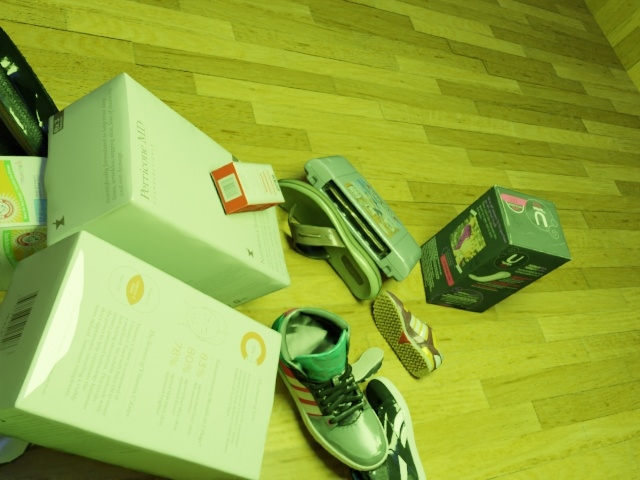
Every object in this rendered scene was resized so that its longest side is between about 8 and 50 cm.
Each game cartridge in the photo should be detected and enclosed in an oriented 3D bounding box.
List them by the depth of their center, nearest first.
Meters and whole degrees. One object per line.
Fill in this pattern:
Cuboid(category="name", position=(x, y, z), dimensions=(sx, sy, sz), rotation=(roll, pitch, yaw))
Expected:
Cuboid(category="game cartridge", position=(0.096, -0.056, 1.251), dimensions=(0.297, 0.062, 0.198), rotation=(50, 24, 3))

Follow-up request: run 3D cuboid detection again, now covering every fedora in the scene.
Cuboid(category="fedora", position=(-0.510, -0.191, 0.936), dimensions=(0.153, 0.334, 0.334), rotation=(-30, 77, -6))

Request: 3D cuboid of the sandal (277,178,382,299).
Cuboid(category="sandal", position=(0.001, 0.000, 1.177), dimensions=(0.086, 0.120, 0.302), rotation=(-36, 83, -27))

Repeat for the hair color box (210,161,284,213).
Cuboid(category="hair color box", position=(-0.111, -0.083, 0.950), dimensions=(0.072, 0.043, 0.141), rotation=(69, 20, 2))

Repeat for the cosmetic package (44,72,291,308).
Cuboid(category="cosmetic package", position=(-0.217, -0.048, 0.925), dimensions=(0.385, 0.156, 0.217), rotation=(36, 36, -58))

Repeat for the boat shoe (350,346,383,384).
Cuboid(category="boat shoe", position=(0.072, 0.244, 1.108), dimensions=(0.046, 0.038, 0.125), rotation=(17, 35, 37))

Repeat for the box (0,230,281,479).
Cuboid(category="box", position=(-0.238, 0.173, 0.793), dimensions=(0.345, 0.168, 0.215), rotation=(36, 49, -38))

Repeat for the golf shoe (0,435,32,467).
Cuboid(category="golf shoe", position=(-0.385, 0.216, 0.815), dimensions=(0.077, 0.094, 0.198), rotation=(40, 50, -4))

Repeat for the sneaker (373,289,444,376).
Cuboid(category="sneaker", position=(0.176, 0.178, 1.202), dimensions=(0.084, 0.069, 0.185), rotation=(-20, 79, -47))

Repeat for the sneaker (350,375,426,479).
Cuboid(category="sneaker", position=(0.097, 0.345, 1.031), dimensions=(0.121, 0.079, 0.216), rotation=(-4, 63, -32))

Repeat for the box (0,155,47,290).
Cuboid(category="box", position=(-0.446, -0.018, 0.855), dimensions=(0.103, 0.203, 0.114), rotation=(-4, 63, -33))

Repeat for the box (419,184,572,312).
Cuboid(category="box", position=(0.353, 0.027, 1.262), dimensions=(0.165, 0.270, 0.143), rotation=(12, 56, -25))

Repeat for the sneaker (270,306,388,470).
Cuboid(category="sneaker", position=(0.018, 0.221, 0.964), dimensions=(0.124, 0.178, 0.295), rotation=(-31, 69, -22))
